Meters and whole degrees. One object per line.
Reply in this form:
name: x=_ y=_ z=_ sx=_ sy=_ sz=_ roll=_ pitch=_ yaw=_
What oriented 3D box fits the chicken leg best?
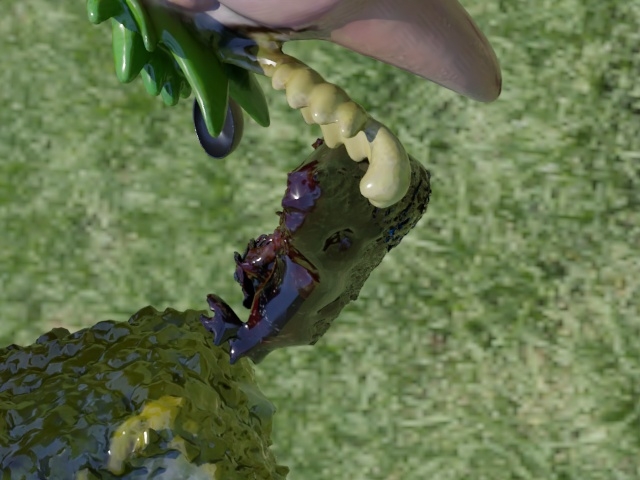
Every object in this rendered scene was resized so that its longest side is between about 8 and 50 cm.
chicken leg: x=0.000 y=0.000 z=0.785 sx=0.063 sy=0.105 sz=0.234 roll=41 pitch=150 yaw=4

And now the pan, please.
pan: x=-0.090 y=-0.130 z=1.434 sx=0.068 sy=0.023 sz=0.115 roll=15 pitch=114 yaw=53

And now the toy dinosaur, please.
toy dinosaur: x=0.019 y=-0.127 z=0.566 sx=0.177 sy=0.152 sz=0.194 roll=-6 pitch=113 yaw=27

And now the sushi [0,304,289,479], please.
sushi: x=-0.208 y=0.272 z=1.406 sx=0.240 sy=0.396 sz=0.351 roll=-102 pitch=-7 yaw=-62
